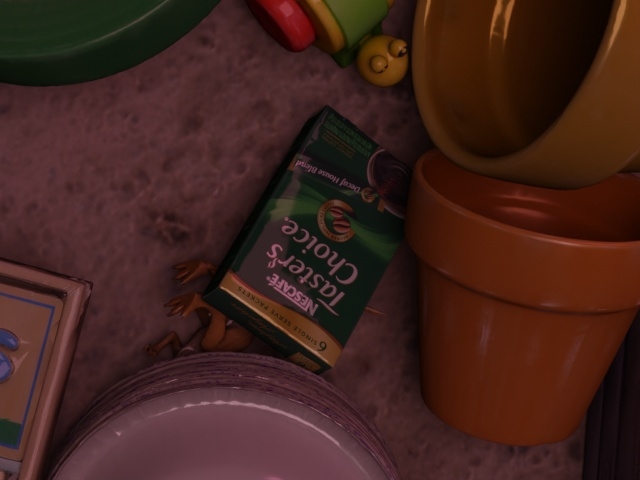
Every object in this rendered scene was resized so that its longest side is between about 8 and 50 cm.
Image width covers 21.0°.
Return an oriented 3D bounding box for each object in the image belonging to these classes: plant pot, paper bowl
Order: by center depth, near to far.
[{"bbox_3d":[-0.071,0.235,1.270,0.284,0.148,0.284,-1,104,-2],"label":"paper bowl"},{"bbox_3d":[0.233,-0.154,1.288,0.239,0.254,0.254,10,90,-30],"label":"plant pot"},{"bbox_3d":[0.156,0.047,1.328,0.205,0.205,0.188,5,112,-13],"label":"plant pot"}]

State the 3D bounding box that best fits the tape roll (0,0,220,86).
[{"bbox_3d":[-0.198,-0.272,1.226,0.321,0.077,0.321,-1,79,6],"label":"tape roll"}]

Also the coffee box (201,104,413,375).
[{"bbox_3d":[0.000,0.000,1.333,0.113,0.040,0.184,38,63,-13],"label":"coffee box"}]

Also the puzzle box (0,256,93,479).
[{"bbox_3d":[-0.389,0.106,1.221,0.409,0.052,0.272,14,88,1],"label":"puzzle box"}]

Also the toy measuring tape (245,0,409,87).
[{"bbox_3d":[-0.039,-0.248,1.306,0.121,0.121,0.330,-41,101,-8],"label":"toy measuring tape"}]

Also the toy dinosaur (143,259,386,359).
[{"bbox_3d":[-0.069,0.066,1.351,0.211,0.064,0.112,-34,125,-5],"label":"toy dinosaur"}]

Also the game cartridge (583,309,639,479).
[{"bbox_3d":[0.265,0.219,1.340,0.068,0.230,0.355,4,92,-16],"label":"game cartridge"}]
